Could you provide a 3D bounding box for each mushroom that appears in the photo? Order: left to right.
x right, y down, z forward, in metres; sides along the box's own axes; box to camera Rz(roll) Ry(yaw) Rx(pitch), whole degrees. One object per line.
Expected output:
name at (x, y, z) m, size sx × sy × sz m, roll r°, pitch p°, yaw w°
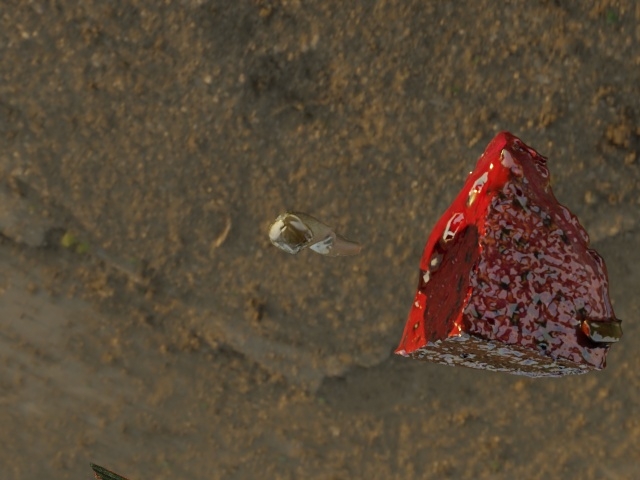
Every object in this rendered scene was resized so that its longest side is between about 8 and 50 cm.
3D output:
mushroom at (-0.003, -0.002, 1.407) m, size 0.059 × 0.054 × 0.202 m, roll 30°, pitch -174°, yaw 24°

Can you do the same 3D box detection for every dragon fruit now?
dragon fruit at (0.242, 0.026, 1.378) m, size 0.302 × 0.240 × 0.330 m, roll 7°, pitch 96°, yaw 17°

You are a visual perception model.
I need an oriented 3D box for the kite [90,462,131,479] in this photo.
kite at (-0.238, 0.399, 1.488) m, size 0.183 × 0.241 × 0.014 m, roll 3°, pitch 134°, yaw -48°
